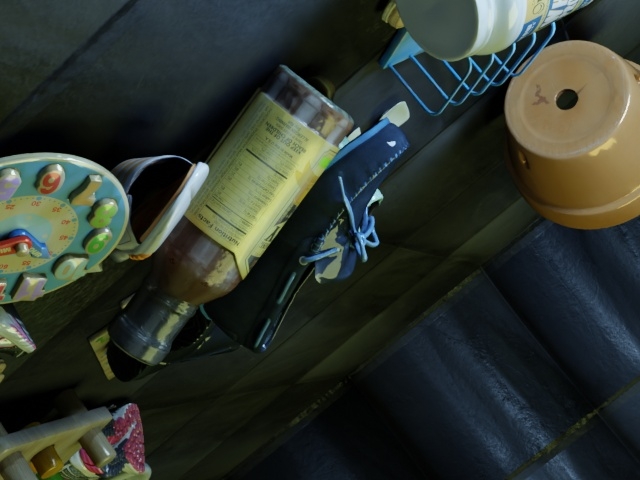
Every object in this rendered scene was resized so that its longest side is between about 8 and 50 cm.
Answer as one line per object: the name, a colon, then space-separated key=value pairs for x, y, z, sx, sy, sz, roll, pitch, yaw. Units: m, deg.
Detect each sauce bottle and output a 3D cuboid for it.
sauce bottle: x=-0.103 y=-0.022 z=1.277 sx=0.344 sy=0.111 sz=0.111 roll=-52 pitch=164 yaw=8

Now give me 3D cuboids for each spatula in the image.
spatula: x=0.056 y=-0.117 z=1.703 sx=0.168 sy=0.019 sz=0.242 roll=-38 pitch=166 yaw=-4

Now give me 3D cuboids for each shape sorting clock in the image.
shape sorting clock: x=-0.274 y=-0.005 z=1.086 sx=0.206 sy=0.040 sz=0.206 roll=-17 pitch=151 yaw=-10

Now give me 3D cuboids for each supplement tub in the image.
supplement tub: x=0.188 y=-0.278 z=1.238 sx=0.199 sy=0.144 sz=0.144 roll=-31 pitch=165 yaw=-29

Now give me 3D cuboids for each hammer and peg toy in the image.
hammer and peg toy: x=-0.483 y=0.372 z=1.705 sx=0.361 sy=0.127 sz=0.266 roll=-43 pitch=166 yaw=19

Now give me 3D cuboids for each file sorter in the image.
file sorter: x=0.181 y=-0.238 z=1.439 sx=0.170 sy=0.104 sz=0.118 roll=-28 pitch=164 yaw=-36

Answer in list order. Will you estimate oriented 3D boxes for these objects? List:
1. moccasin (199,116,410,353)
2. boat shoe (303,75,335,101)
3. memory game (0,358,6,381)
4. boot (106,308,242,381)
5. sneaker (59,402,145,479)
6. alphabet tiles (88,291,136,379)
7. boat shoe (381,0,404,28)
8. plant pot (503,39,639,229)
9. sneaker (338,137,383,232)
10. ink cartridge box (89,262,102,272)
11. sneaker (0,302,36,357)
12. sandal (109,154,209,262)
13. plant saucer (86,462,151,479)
moccasin: x=0.000 y=0.000 z=1.393 sx=0.342 sy=0.117 sz=0.137 roll=-47 pitch=173 yaw=33
boat shoe: x=-0.013 y=-0.151 z=1.365 sx=0.045 sy=0.050 sz=0.135 roll=-37 pitch=175 yaw=-32
memory game: x=-0.461 y=0.200 z=1.444 sx=0.186 sy=0.012 sz=0.186 roll=-35 pitch=167 yaw=-10
boot: x=-0.159 y=0.105 z=1.670 sx=0.207 sy=0.094 sz=0.246 roll=-16 pitch=161 yaw=-49
sneaker: x=-0.364 y=0.331 z=1.958 sx=0.112 sy=0.121 sz=0.299 roll=-10 pitch=170 yaw=8
alphabet tiles: x=-0.206 y=0.096 z=1.755 sx=0.285 sy=0.011 sz=0.342 roll=-35 pitch=166 yaw=-14
boat shoe: x=0.145 y=-0.273 z=1.326 sx=0.170 sy=0.059 sz=0.063 roll=-32 pitch=165 yaw=-24
plant pot: x=0.416 y=-0.185 z=1.905 sx=0.291 sy=0.291 sz=0.203 roll=-40 pitch=151 yaw=8
sneaker: x=-0.038 y=-0.017 z=1.508 sx=0.256 sy=0.151 sz=0.094 roll=-42 pitch=168 yaw=22
ink cartridge box: x=-0.285 y=0.016 z=1.219 sx=0.115 sy=0.029 sz=0.063 roll=-4 pitch=164 yaw=-1
sneaker: x=-0.361 y=0.086 z=1.231 sx=0.077 sy=0.072 sz=0.178 roll=-32 pitch=154 yaw=-1
sandal: x=-0.196 y=-0.033 z=1.220 sx=0.102 sy=0.076 sz=0.265 roll=-58 pitch=-165 yaw=-21
plant saucer: x=-0.493 y=0.493 z=2.139 sx=0.400 sy=0.100 sz=0.400 roll=-35 pitch=166 yaw=-10
